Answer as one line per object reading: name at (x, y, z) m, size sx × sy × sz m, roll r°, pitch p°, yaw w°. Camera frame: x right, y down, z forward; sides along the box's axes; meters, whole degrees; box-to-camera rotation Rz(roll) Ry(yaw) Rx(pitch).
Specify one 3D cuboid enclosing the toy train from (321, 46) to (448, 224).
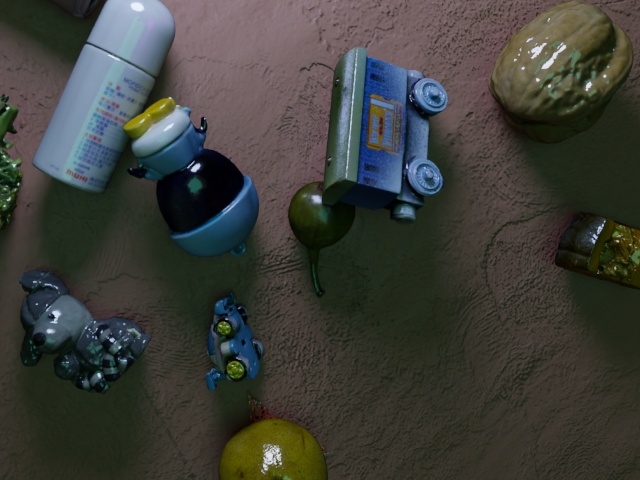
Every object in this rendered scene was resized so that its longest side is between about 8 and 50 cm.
toy train at (0.112, -0.184, 1.259) m, size 0.202 × 0.131 × 0.299 m, roll 14°, pitch 67°, yaw -20°

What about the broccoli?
broccoli at (-0.552, -0.093, 1.156) m, size 0.273 × 0.242 × 0.180 m, roll -34°, pitch 125°, yaw 3°

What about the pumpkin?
pumpkin at (0.578, 0.018, 1.436) m, size 0.248 × 0.126 × 0.131 m, roll 19°, pitch 87°, yaw -32°

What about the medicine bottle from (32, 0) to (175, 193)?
medicine bottle at (-0.357, -0.256, 1.201) m, size 0.130 × 0.130 × 0.341 m, roll 25°, pitch 95°, yaw -13°

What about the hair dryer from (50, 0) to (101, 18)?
hair dryer at (-0.388, -0.564, 1.159) m, size 0.210 × 0.125 × 0.352 m, roll 33°, pitch 86°, yaw -15°

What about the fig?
fig at (0.000, 0.000, 1.337) m, size 0.124 × 0.124 × 0.236 m, roll -5°, pitch 124°, yaw -10°

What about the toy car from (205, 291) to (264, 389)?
toy car at (-0.179, 0.189, 1.318) m, size 0.098 × 0.126 × 0.161 m, roll -20°, pitch 97°, yaw 11°

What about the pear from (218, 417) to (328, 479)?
pear at (-0.087, 0.440, 1.323) m, size 0.209 × 0.209 × 0.208 m, roll -2°, pitch 99°, yaw -10°

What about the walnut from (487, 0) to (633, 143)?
walnut at (0.440, -0.311, 1.305) m, size 0.257 × 0.257 × 0.224 m, roll -44°, pitch 136°, yaw -1°

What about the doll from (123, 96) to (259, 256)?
doll at (-0.215, -0.093, 1.238) m, size 0.177 × 0.141 × 0.314 m, roll -39°, pitch 119°, yaw -17°

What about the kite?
kite at (-0.098, 0.409, 1.420) m, size 0.222 × 0.008 × 0.125 m, roll 40°, pitch 90°, yaw -14°

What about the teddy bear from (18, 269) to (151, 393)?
teddy bear at (-0.445, 0.181, 1.252) m, size 0.251 × 0.144 × 0.171 m, roll 26°, pitch 108°, yaw -11°
